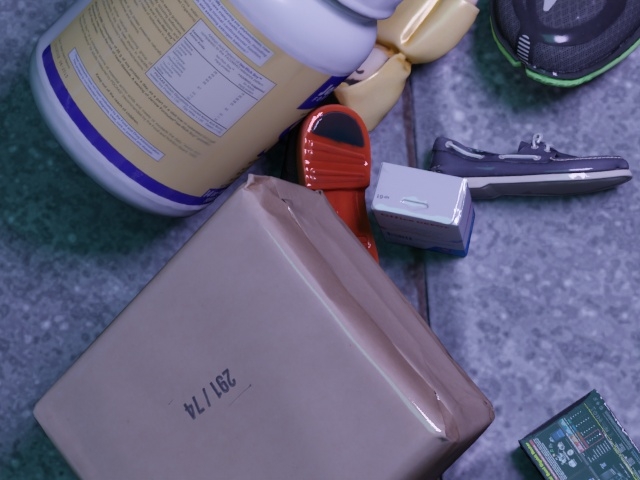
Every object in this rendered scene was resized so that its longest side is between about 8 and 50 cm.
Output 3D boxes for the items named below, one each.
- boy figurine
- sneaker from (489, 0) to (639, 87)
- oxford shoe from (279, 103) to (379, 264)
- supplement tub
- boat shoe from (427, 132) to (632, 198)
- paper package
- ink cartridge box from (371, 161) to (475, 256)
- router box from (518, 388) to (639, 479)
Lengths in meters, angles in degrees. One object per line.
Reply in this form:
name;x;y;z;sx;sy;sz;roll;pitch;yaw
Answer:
boy figurine;0.083;-0.250;1.777;0.177;0.092;0.285;22;79;36
sneaker;0.319;-0.373;1.721;0.185;0.202;0.483;31;82;16
oxford shoe;0.000;0.000;1.745;0.096;0.098;0.271;5;90;-22
supplement tub;-0.097;-0.207;1.672;0.331;0.241;0.241;-41;71;24
boat shoe;0.209;-0.080;1.729;0.206;0.075;0.065;-2;78;13
paper package;-0.052;0.160;1.603;0.325;0.168;0.309;-45;71;19
ink cartridge box;0.104;-0.030;1.706;0.088;0.122;0.052;12;78;11
router box;0.262;0.219;1.660;0.092;0.038;0.122;-33;73;-1
